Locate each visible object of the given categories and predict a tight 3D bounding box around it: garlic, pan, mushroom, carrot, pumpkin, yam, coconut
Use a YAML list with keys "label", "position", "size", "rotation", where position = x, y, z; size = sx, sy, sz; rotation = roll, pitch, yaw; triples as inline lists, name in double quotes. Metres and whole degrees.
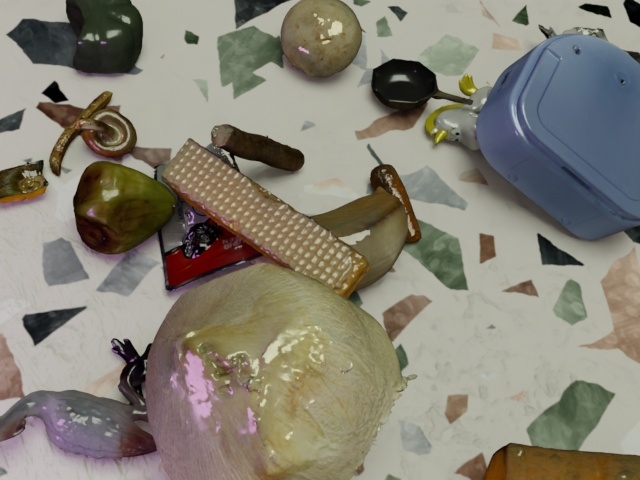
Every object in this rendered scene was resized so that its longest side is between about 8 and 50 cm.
- label: "garlic"
  position: [-0.007, 0.011, 1.563]
  size: [0.338, 0.151, 0.196]
  rotation: [-13, 41, -10]
- label: "pan"
  position: [0.190, -0.286, 1.809]
  size: [0.128, 0.048, 0.202]
  rotation: [-32, 57, -20]
- label: "mushroom"
  position: [0.001, -0.406, 1.814]
  size: [0.166, 0.127, 0.166]
  rotation: [-2, 72, 6]
- label: "carrot"
  position: [0.408, 0.419, 1.342]
  size: [0.340, 0.224, 0.224]
  rotation: [13, 56, 2]
- label: "pumpkin"
  position: [-0.512, -0.096, 1.543]
  size: [0.101, 0.035, 0.073]
  rotation: [-18, 53, -20]
- label: "yam"
  position: [-0.106, -0.162, 1.595]
  size: [0.241, 0.057, 0.057]
  rotation: [11, 45, -57]
- label: "mushroom"
  position: [-0.391, -0.195, 1.602]
  size: [0.129, 0.072, 0.088]
  rotation: [13, 80, -51]
- label: "carrot"
  position: [0.141, -0.070, 1.679]
  size: [0.055, 0.055, 0.161]
  rotation: [-14, 65, -22]
- label: "coconut"
  position: [-0.076, 0.207, 1.255]
  size: [0.360, 0.346, 0.346]
  rotation: [24, 45, -46]

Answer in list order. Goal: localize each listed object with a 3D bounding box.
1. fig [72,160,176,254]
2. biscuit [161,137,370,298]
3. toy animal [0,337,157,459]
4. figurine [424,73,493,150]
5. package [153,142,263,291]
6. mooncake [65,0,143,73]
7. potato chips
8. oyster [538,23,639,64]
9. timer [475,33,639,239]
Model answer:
- label: "fig"
  position: [-0.326, -0.060, 1.500]
  size: [0.165, 0.144, 0.154]
  rotation: [-10, 74, -24]
- label: "biscuit"
  position: [-0.093, -0.030, 1.464]
  size: [0.378, 0.054, 0.094]
  rotation: [33, 79, 19]
- label: "toy animal"
  position: [-0.361, 0.257, 1.323]
  size: [0.324, 0.090, 0.195]
  rotation: [-16, 57, -33]
- label: "figurine"
  position: [0.293, -0.242, 1.809]
  size: [0.129, 0.109, 0.178]
  rotation: [38, 72, 17]
- label: "package"
  position: [-0.200, -0.051, 1.555]
  size: [0.194, 0.071, 0.269]
  rotation: [-28, 62, 11]
- label: "mooncake"
  position: [-0.420, -0.402, 1.718]
  size: [0.175, 0.104, 0.168]
  rotation: [41, 64, 16]
- label: "potato chips"
  position: [-0.435, -0.200, 1.631]
  size: [0.037, 0.026, 0.204]
  rotation: [26, 55, -1]
- label: "oyster"
  position: [0.606, -0.375, 1.959]
  size: [0.275, 0.100, 0.271]
  rotation: [6, 51, -12]
- label: "timer"
  position: [0.506, -0.221, 1.761]
  size: [0.395, 0.173, 0.395]
  rotation: [8, 70, -23]
